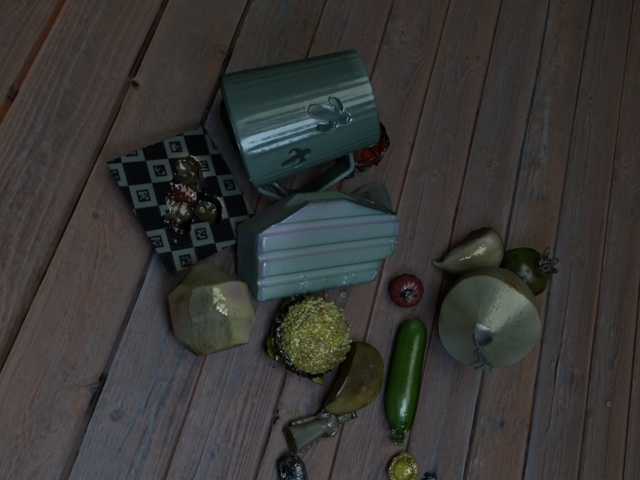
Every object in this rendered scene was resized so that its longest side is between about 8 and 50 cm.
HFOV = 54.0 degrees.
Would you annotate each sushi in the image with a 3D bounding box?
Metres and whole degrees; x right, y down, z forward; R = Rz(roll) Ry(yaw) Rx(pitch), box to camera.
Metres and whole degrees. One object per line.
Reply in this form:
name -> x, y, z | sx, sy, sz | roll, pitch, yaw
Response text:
sushi -> -0.367, -0.104, 1.690 | 0.320, 0.069, 0.339 | -32, 93, -38

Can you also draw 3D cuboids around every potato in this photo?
potato -> 0.113, 0.396, 1.757 | 0.138, 0.098, 0.243 | 33, 54, -10

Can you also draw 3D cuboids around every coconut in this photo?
coconut -> -0.268, 0.168, 1.579 | 0.197, 0.237, 0.236 | -9, 82, -34
coconut -> 0.508, 0.232, 1.896 | 0.323, 0.323, 0.322 | 7, 74, -26

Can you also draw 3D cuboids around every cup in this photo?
cup -> -0.060, -0.315, 1.724 | 0.392, 0.401, 0.310 | -16, 68, -2

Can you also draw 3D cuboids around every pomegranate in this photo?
pomegranate -> 0.692, 0.101, 2.089 | 0.182, 0.224, 0.181 | 6, 72, -18

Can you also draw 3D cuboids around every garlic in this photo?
garlic -> 0.501, 0.043, 2.054 | 0.245, 0.164, 0.145 | -27, 127, -31

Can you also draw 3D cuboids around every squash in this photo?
squash -> 0.250, 0.410, 1.856 | 0.101, 0.101, 0.378 | 18, 71, -22

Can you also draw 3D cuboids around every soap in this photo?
soap -> 0.000, 0.000, 1.749 | 0.446, 0.156, 0.261 | -8, 109, -29

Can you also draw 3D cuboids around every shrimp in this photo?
shrimp -> -0.066, 0.676, 1.642 | 0.090, 0.079, 0.232 | 5, 78, -66

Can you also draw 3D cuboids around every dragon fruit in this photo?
dragon fruit -> 0.119, -0.296, 1.921 | 0.182, 0.182, 0.188 | 44, 64, -11

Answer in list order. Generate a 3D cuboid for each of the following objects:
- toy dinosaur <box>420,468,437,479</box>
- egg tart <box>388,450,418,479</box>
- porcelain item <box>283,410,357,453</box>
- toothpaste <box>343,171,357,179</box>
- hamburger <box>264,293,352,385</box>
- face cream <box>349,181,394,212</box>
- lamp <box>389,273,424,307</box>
toy dinosaur -> 0.319, 0.710, 1.844 | 0.030, 0.047, 0.083 | 45, 63, -9
egg tart -> 0.235, 0.665, 1.816 | 0.105, 0.039, 0.105 | 7, 74, -26
porcelain item -> 0.005, 0.509, 1.726 | 0.213, 0.054, 0.084 | -15, 84, -34
toothpaste -> 0.077, -0.203, 1.963 | 0.083, 0.019, 0.027 | -14, 101, -26
hamburger -> -0.027, 0.267, 1.723 | 0.243, 0.139, 0.261 | 29, 65, -19
face cream -> 0.142, -0.118, 1.957 | 0.224, 0.070, 0.114 | -15, 85, -38
lamp -> 0.264, 0.154, 1.928 | 0.108, 0.092, 0.107 | -1, 104, -4
